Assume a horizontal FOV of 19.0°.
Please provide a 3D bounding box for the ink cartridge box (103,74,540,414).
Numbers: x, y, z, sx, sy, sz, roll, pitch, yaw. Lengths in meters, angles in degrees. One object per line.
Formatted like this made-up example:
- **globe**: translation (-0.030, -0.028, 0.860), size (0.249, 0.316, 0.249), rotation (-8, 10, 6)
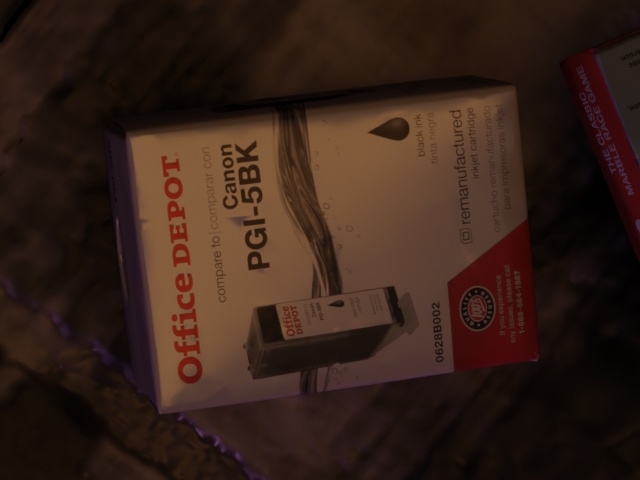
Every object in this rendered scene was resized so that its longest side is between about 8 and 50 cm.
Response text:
- **ink cartridge box**: translation (0.000, 0.000, 0.657), size (0.135, 0.056, 0.099), rotation (-8, 99, -11)

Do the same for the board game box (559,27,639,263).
- **board game box**: translation (0.228, -0.044, 0.670), size (0.281, 0.027, 0.145), rotation (-23, 90, -22)
